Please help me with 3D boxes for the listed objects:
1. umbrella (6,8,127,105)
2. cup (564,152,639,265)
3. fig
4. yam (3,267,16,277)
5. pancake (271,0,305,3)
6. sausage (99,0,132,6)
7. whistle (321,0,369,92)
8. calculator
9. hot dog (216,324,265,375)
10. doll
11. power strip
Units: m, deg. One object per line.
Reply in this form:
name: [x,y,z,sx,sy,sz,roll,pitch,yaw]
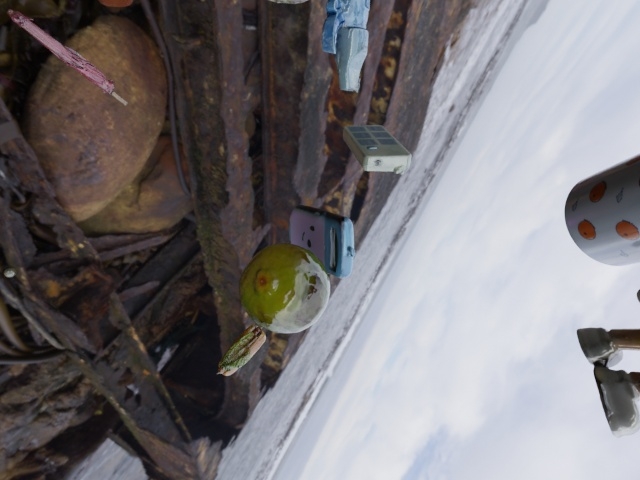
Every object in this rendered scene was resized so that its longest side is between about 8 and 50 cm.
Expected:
umbrella: [-0.340,-0.248,0.558,0.025,0.165,0.027,-26,-134,27]
cup: [0.653,-0.080,0.747,0.212,0.213,0.317,-59,177,-12]
fig: [-0.068,0.119,0.950,0.230,0.207,0.207,38,78,-39]
yam: [-0.669,0.069,0.873,0.116,0.021,0.021,-5,-133,56]
pancake: [-0.075,-0.617,0.904,0.212,0.236,0.029,144,-51,-63]
sausage: [-0.371,-0.474,0.700,0.300,0.084,0.089,-137,-132,-61]
whistle: [0.057,-0.452,0.847,0.180,0.093,0.268,-30,124,-62]
calculator: [0.000,0.000,1.108,0.051,0.293,0.172,-10,109,-33]
hot dog: [-0.168,0.233,0.856,0.133,0.056,0.041,-47,156,-13]
doll: [0.679,0.213,0.709,0.423,0.161,0.347,0,-99,55]
power strip: [0.139,-0.242,1.045,0.270,0.118,0.046,-108,-160,-55]
